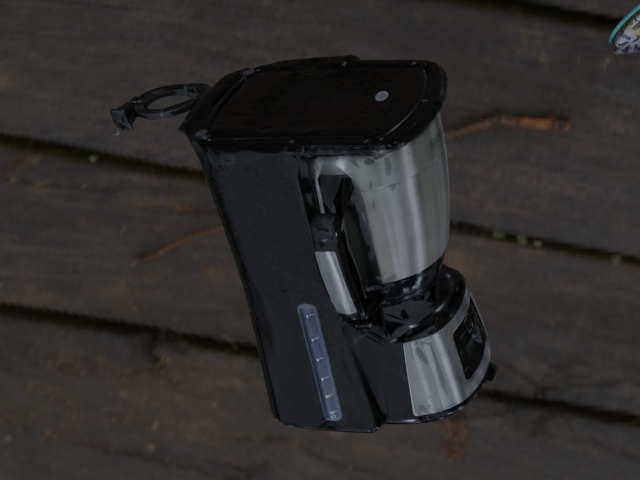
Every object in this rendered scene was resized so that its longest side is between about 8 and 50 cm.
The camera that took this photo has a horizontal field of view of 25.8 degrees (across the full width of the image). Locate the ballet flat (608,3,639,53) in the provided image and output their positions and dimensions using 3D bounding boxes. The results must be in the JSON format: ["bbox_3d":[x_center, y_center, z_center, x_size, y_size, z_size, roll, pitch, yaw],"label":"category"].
[{"bbox_3d":[0.192,-0.121,0.680,0.114,0.041,0.041,-41,103,-15],"label":"ballet flat"}]

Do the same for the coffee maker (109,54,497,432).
[{"bbox_3d":[0.000,0.000,0.744,0.171,0.120,0.178,18,132,40],"label":"coffee maker"}]
